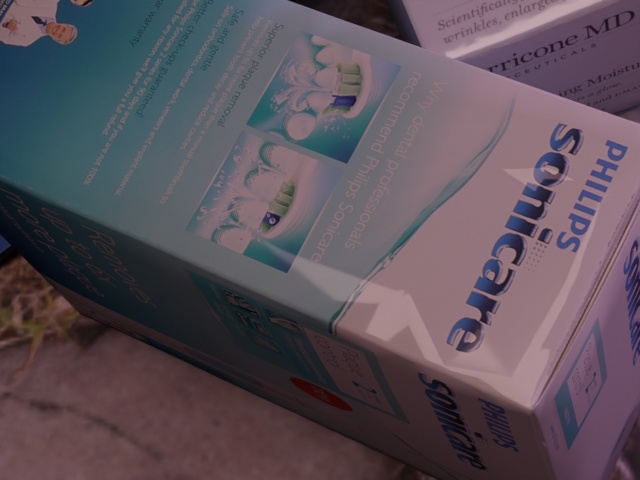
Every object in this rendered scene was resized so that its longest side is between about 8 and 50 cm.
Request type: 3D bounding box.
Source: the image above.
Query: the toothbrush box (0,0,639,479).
[{"bbox_3d":[0.000,0.000,0.677,0.295,0.216,0.126,22,73,21],"label":"toothbrush box"}]

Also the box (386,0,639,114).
[{"bbox_3d":[0.117,-0.161,0.776,0.181,0.119,0.182,-21,63,4],"label":"box"}]

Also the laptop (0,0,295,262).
[{"bbox_3d":[-0.205,-0.235,0.832,0.236,0.408,0.382,-20,58,-34],"label":"laptop"}]
